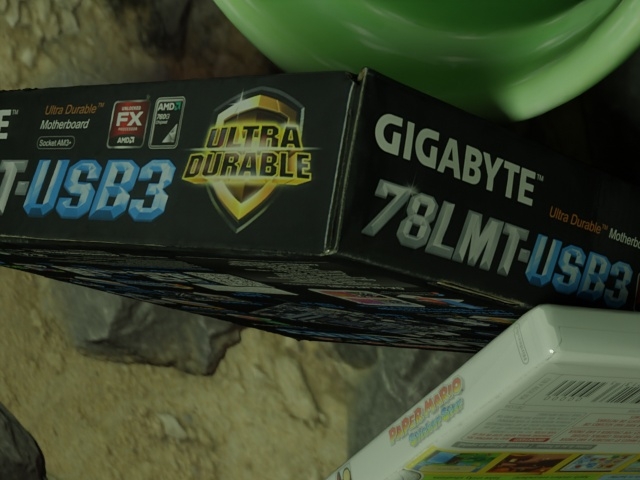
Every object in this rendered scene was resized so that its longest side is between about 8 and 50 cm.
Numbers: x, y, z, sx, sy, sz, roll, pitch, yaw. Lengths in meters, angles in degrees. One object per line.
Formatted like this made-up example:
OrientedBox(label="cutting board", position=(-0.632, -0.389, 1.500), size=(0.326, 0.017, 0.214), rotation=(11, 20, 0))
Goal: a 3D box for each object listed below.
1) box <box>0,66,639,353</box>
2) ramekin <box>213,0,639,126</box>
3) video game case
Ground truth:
OrientedBox(label="box", position=(0.000, 0.000, 0.663), size=(0.295, 0.293, 0.073), rotation=(2, 81, 44))
OrientedBox(label="ramekin", position=(0.064, -0.207, 0.565), size=(0.303, 0.148, 0.303), rotation=(26, 129, 37))
OrientedBox(label="video game case", position=(0.127, 0.091, 0.647), size=(0.206, 0.227, 0.026), rotation=(-47, 47, 46))
